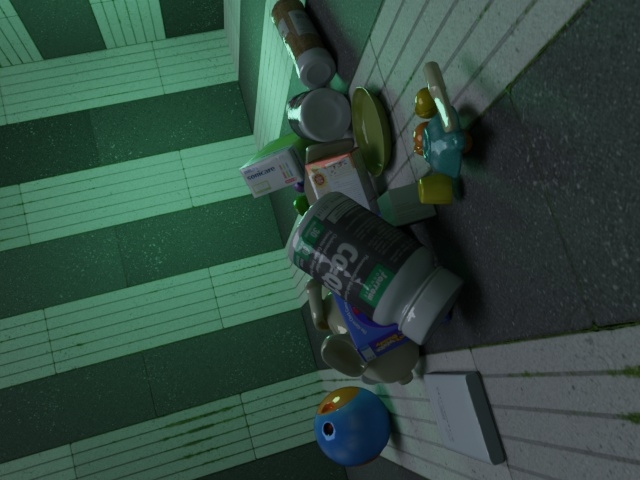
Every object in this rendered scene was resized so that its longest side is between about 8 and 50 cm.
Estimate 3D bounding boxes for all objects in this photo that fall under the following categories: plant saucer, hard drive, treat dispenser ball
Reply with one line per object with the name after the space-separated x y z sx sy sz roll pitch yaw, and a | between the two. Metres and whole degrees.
0.140 -0.292 1.634 0.241 0.037 0.241 166 90 -78 | plant saucer
0.343 0.425 1.503 0.307 0.040 0.203 126 129 -75 | hard drive
0.119 0.691 2.283 0.288 0.287 0.289 166 90 -79 | treat dispenser ball

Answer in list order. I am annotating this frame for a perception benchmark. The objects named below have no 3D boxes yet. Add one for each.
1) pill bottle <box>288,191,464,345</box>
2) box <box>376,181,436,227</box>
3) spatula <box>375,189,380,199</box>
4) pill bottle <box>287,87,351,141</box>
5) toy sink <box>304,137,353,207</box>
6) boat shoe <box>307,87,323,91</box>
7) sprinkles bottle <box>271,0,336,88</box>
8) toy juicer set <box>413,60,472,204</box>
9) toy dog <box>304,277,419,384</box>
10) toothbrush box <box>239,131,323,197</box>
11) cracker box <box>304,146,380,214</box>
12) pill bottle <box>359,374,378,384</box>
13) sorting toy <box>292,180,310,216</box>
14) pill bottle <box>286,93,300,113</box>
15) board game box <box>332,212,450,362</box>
0.124 0.061 1.373 0.361 0.204 0.204 34 151 19 | pill bottle
0.200 -0.079 1.434 0.101 0.101 0.087 140 113 -78 | box
0.194 -0.006 1.779 0.168 0.019 0.242 105 149 -57 | spatula
-0.016 -0.397 1.944 0.283 0.161 0.162 -144 41 -72 | pill bottle
0.041 -0.193 1.948 0.234 0.152 0.131 99 155 -60 | toy sink
-0.043 -0.580 2.106 0.066 0.063 0.184 101 153 -65 | boat shoe
-0.058 -0.640 1.967 0.121 0.121 0.356 91 162 -52 | sprinkles bottle
0.237 -0.218 1.159 0.329 0.089 0.210 82 -177 -69 | toy juicer set
0.132 0.210 1.829 0.395 0.284 0.408 40 -174 -30 | toy dog
-0.125 -0.283 2.151 0.122 0.206 0.283 64 -152 -17 | toothbrush box
0.070 -0.131 1.728 0.067 0.155 0.233 -40 -65 -53 | cracker box
0.159 0.396 2.162 0.209 0.119 0.119 -118 18 -52 | pill bottle
-0.023 -0.149 2.523 0.126 0.127 0.366 -51 45 39 | sorting toy
-0.054 -0.465 2.182 0.193 0.108 0.108 -137 34 -70 | pill bottle
0.145 0.104 1.559 0.078 0.233 0.347 59 -174 -49 | board game box
